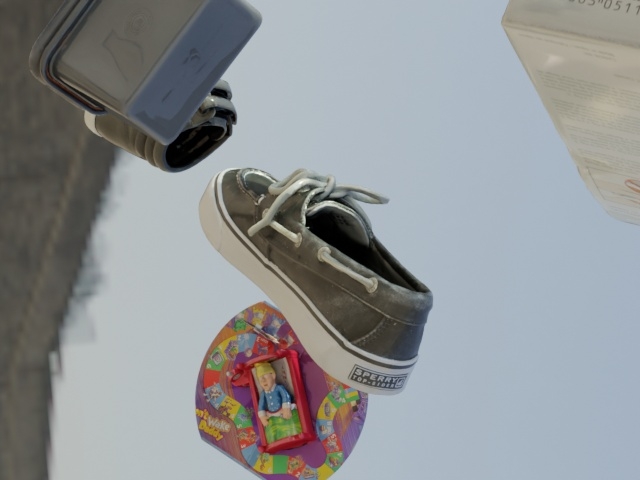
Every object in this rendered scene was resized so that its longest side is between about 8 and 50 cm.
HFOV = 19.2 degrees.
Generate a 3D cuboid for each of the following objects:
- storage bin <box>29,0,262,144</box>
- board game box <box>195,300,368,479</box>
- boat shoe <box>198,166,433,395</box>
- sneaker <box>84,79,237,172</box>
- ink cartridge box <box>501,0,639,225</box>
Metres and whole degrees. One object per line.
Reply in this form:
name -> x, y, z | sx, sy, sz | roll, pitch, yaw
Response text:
storage bin -> -0.103, -0.128, 1.226 | 0.091, 0.098, 0.135 | 38, -89, 39
board game box -> -0.043, 0.131, 1.588 | 0.169, 0.033, 0.133 | 30, -84, 30
boat shoe -> -0.004, 0.000, 1.501 | 0.105, 0.113, 0.306 | -68, -151, 20
sneaker -> -0.120, -0.200, 2.031 | 0.147, 0.104, 0.295 | 41, -77, 28
ink cartridge box -> 0.339, -0.088, 1.484 | 0.091, 0.308, 0.385 | -68, 153, -13
